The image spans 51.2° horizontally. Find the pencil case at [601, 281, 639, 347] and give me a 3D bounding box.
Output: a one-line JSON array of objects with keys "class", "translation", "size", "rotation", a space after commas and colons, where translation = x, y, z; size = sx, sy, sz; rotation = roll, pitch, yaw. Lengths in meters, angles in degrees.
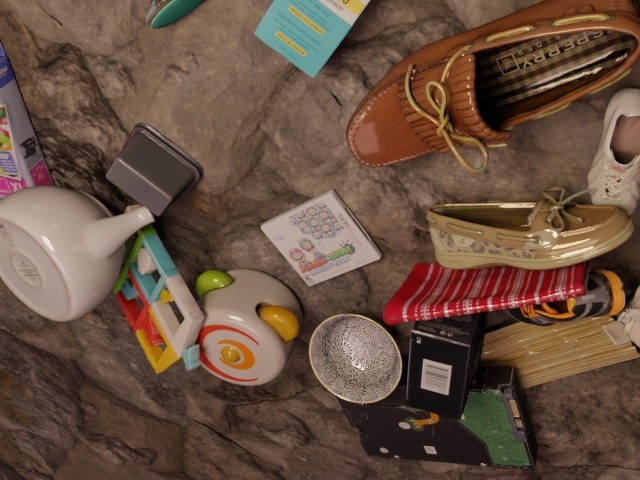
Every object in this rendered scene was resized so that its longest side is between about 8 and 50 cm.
[{"class": "pencil case", "translation": [0.491, -0.013, 0.812], "size": [0.184, 0.160, 0.410], "rotation": [-11, 130, -11]}]

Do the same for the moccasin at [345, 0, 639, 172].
[{"class": "moccasin", "translation": [0.194, -0.174, 0.808], "size": [0.380, 0.147, 0.139], "rotation": [-14, 121, 29]}]

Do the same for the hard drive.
[{"class": "hard drive", "translation": [0.212, 0.324, 1.245], "size": [0.339, 0.064, 0.237], "rotation": [-5, 129, 29]}]

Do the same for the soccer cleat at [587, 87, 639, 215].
[{"class": "soccer cleat", "translation": [0.379, -0.097, 0.848], "size": [0.068, 0.076, 0.196], "rotation": [4, 129, 18]}]

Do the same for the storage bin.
[{"class": "storage bin", "translation": [-0.277, -0.105, 1.081], "size": [0.135, 0.091, 0.098], "rotation": [39, 130, -11]}]

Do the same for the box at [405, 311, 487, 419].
[{"class": "box", "translation": [0.203, 0.166, 1.058], "size": [0.093, 0.158, 0.156], "rotation": [12, 125, 19]}]

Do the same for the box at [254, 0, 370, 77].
[{"class": "box", "translation": [0.024, -0.323, 0.811], "size": [0.100, 0.060, 0.244], "rotation": [35, 131, -9]}]

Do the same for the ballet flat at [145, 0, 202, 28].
[{"class": "ballet flat", "translation": [-0.167, -0.347, 0.872], "size": [0.188, 0.070, 0.070], "rotation": [-22, 117, 31]}]

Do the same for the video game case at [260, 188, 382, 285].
[{"class": "video game case", "translation": [0.000, 0.000, 1.109], "size": [0.157, 0.019, 0.143], "rotation": [-23, 116, 34]}]

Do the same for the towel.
[{"class": "towel", "translation": [0.238, 0.054, 0.951], "size": [0.275, 0.199, 0.031], "rotation": [-12, 104, 28]}]

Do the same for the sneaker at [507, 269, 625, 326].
[{"class": "sneaker", "translation": [0.330, 0.083, 0.963], "size": [0.083, 0.084, 0.215], "rotation": [-8, 170, -22]}]

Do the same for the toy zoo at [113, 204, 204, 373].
[{"class": "toy zoo", "translation": [-0.297, 0.107, 1.194], "size": [0.293, 0.030, 0.192], "rotation": [57, 135, 19]}]

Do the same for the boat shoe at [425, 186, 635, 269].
[{"class": "boat shoe", "translation": [0.275, -0.018, 0.921], "size": [0.285, 0.104, 0.089], "rotation": [-8, 112, 37]}]

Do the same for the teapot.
[{"class": "teapot", "translation": [-0.434, 0.003, 1.150], "size": [0.256, 0.187, 0.252], "rotation": [33, 135, 11]}]

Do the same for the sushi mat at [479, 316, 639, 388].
[{"class": "sushi mat", "translation": [0.354, 0.191, 1.129], "size": [0.317, 0.019, 0.151], "rotation": [-28, 114, 36]}]

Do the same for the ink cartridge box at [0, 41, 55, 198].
[{"class": "ink cartridge box", "translation": [-0.589, -0.211, 1.136], "size": [0.186, 0.065, 0.311], "rotation": [8, 128, 14]}]

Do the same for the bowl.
[{"class": "bowl", "translation": [0.072, 0.194, 1.185], "size": [0.170, 0.080, 0.170], "rotation": [7, 110, 21]}]

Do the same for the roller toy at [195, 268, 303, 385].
[{"class": "roller toy", "translation": [-0.137, 0.162, 1.207], "size": [0.209, 0.146, 0.191], "rotation": [14, 131, 9]}]
